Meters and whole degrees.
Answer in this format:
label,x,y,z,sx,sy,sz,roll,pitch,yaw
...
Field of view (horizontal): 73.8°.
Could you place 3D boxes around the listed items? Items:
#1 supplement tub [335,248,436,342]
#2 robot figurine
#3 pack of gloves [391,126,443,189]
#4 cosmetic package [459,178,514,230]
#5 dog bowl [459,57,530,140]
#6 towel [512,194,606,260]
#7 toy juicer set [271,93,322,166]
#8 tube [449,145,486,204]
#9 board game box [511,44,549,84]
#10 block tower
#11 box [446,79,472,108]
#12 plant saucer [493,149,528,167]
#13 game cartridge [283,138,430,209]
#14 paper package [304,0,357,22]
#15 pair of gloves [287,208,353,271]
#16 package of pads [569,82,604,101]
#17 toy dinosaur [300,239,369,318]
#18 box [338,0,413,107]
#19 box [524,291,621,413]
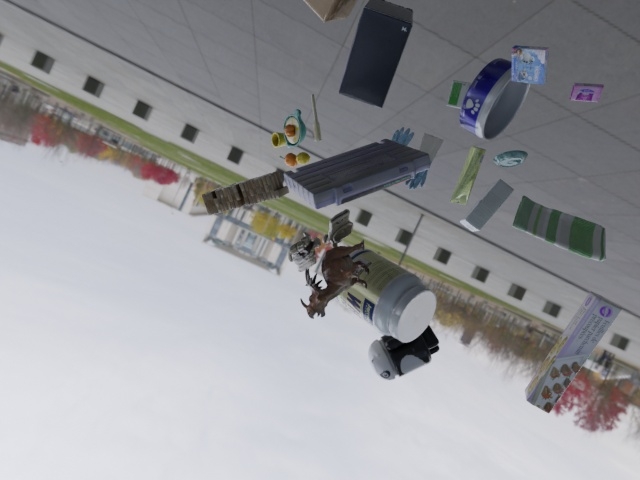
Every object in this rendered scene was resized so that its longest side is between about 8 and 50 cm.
label,x,y,z,sx,sy,sz,roll,pitch,yaw
supplement tub,0.220,0.190,1.515,0.235,0.236,0.324,24,-175,-46
robot figurine,0.325,0.436,1.673,0.173,0.278,0.209,-131,17,-80
pack of gloves,0.362,-0.332,1.740,0.194,0.232,0.046,25,-171,13
cosmetic package,0.725,-0.151,1.868,0.085,0.231,0.117,39,-178,5
dog bowl,0.615,-0.494,1.505,0.104,0.265,0.264,41,-171,30
towel,0.904,-0.050,1.609,0.324,0.038,0.248,27,-139,15
toy juicer set,-0.099,-0.430,1.794,0.089,0.210,0.329,-13,167,-36
tube,0.605,-0.265,1.751,0.070,0.240,0.062,19,-162,14
board game box,0.538,-0.453,1.100,0.090,0.020,0.090,30,151,44
block tower,-0.292,-0.182,1.640,0.335,0.097,0.091,-9,-163,25
box,0.578,-0.589,1.732,0.087,0.101,0.102,22,-156,28
plant saucer,0.708,-0.299,1.587,0.119,0.022,0.119,1,165,0
game cartridge,0.099,-0.192,1.195,0.354,0.068,0.230,-21,-145,-16
paper package,0.026,-1.016,1.525,0.325,0.309,0.168,49,-136,6
pair of gloves,0.000,0.000,1.379,0.042,0.240,0.204,53,175,23
package of pads,0.821,-0.457,1.318,0.083,0.050,0.032,10,-140,17
toy dinosaur,0.044,0.093,1.361,0.200,0.296,0.127,-5,130,17
box,0.203,-0.691,1.556,0.182,0.297,0.294,18,-144,-1
box,0.631,0.285,1.080,0.063,0.324,0.067,29,-164,14
